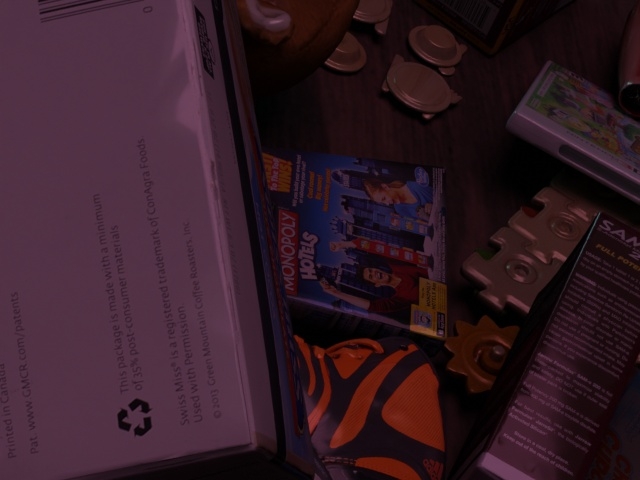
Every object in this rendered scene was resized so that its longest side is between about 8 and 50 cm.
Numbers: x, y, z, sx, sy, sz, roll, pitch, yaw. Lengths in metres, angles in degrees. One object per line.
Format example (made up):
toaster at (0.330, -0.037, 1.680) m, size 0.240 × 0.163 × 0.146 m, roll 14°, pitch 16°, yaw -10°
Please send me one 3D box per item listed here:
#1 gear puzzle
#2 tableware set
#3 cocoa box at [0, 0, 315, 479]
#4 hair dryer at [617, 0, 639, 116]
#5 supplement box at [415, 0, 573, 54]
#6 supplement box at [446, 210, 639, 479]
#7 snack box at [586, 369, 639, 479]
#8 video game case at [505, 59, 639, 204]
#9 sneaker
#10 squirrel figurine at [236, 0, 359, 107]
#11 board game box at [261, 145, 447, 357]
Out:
gear puzzle at (0.210, 0.049, 1.344) m, size 0.175 × 0.044 × 0.339 m, roll 35°, pitch 43°, yaw 16°
tableware set at (0.063, -0.181, 1.518) m, size 0.168 × 0.020 × 0.141 m, roll 29°, pitch 44°, yaw 2°
cocoa box at (-0.151, -0.013, 0.952) m, size 0.231 × 0.228 × 0.347 m, roll -11°, pitch 76°, yaw 5°
hair dryer at (0.393, -0.161, 1.599) m, size 0.293 × 0.080 × 0.223 m, roll -6°, pitch 49°, yaw -36°
supplement box at (0.192, -0.272, 1.625) m, size 0.104 × 0.081 × 0.188 m, roll 39°, pitch 43°, yaw 14°
supplement box at (0.165, 0.109, 1.157) m, size 0.073 × 0.130 × 0.239 m, roll 29°, pitch 56°, yaw 2°
snack box at (0.337, 0.116, 1.228) m, size 0.322 × 0.187 × 0.060 m, roll -13°, pitch 55°, yaw -35°
video game case at (0.272, -0.089, 1.477) m, size 0.193 × 0.023 × 0.212 m, roll 30°, pitch 23°, yaw 5°
sneaker at (-0.040, 0.090, 1.139) m, size 0.180 × 0.124 × 0.321 m, roll -26°, pitch 73°, yaw -46°
squirrel figurine at (-0.165, -0.256, 1.316) m, size 0.397 × 0.281 × 0.370 m, roll -31°, pitch 86°, yaw -25°
board game box at (0.000, 0.000, 1.276) m, size 0.194 × 0.060 × 0.194 m, roll 15°, pitch 43°, yaw -10°
